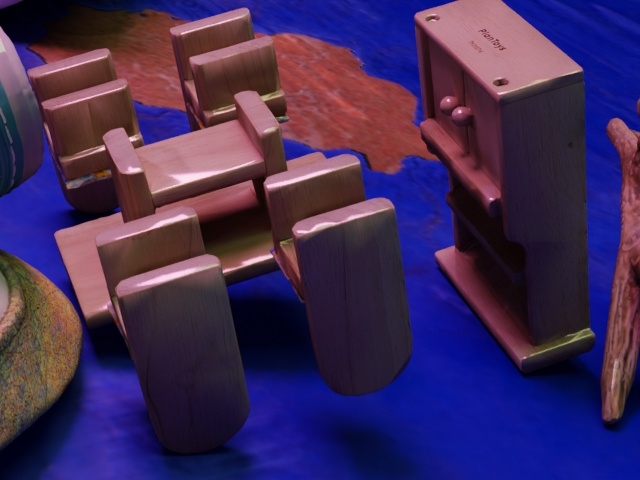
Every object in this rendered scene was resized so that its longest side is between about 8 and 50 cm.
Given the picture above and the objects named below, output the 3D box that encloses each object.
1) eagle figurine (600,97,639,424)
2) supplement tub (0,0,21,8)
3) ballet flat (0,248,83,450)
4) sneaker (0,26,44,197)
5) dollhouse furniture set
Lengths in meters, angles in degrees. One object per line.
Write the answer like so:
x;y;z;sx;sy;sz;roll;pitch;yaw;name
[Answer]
0.300;-0.001;0.756;0.298;0.226;0.225;10;7;0;eagle figurine
-0.231;-0.320;1.021;0.241;0.241;0.331;14;27;-2;supplement tub
-0.190;0.046;0.491;0.123;0.123;0.348;25;29;20;ballet flat
-0.243;-0.047;0.613;0.302;0.108;0.121;7;32;42;sneaker
0.000;0.000;0.700;0.242;0.161;0.212;-18;36;-12;dollhouse furniture set
